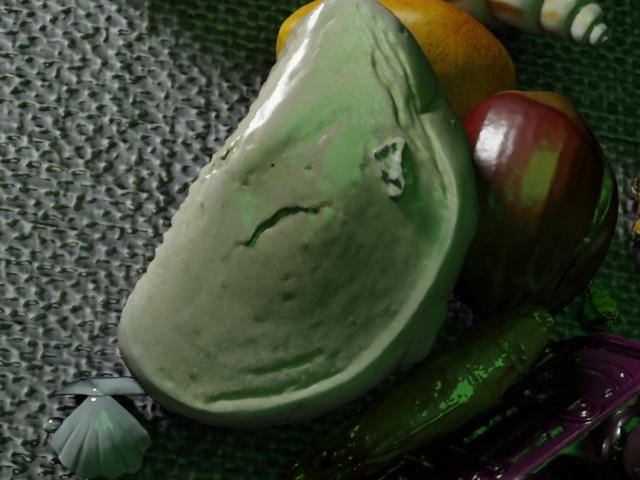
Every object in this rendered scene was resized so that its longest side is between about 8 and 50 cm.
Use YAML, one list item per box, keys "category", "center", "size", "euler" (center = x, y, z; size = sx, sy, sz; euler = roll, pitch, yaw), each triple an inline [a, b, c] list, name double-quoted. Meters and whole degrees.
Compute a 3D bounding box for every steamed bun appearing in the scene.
- category: "steamed bun"
  center: [0.005, -0.001, 1.428]
  size: [0.236, 0.247, 0.383]
  euler: [30, 87, -2]

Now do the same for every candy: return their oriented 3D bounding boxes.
- category: "candy"
  center: [0.267, 0.032, 1.669]
  size: [0.035, 0.035, 0.123]
  euler: [-3, 66, -23]

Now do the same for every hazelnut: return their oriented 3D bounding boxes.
- category: "hazelnut"
  center: [0.194, -0.026, 1.566]
  size: [0.212, 0.181, 0.181]
  euler: [32, 32, -50]

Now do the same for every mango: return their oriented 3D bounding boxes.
- category: "mango"
  center: [0.070, -0.166, 1.604]
  size: [0.252, 0.154, 0.126]
  euler: [14, 61, -27]

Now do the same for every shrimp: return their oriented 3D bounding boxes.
- category: "shrimp"
  center: [0.078, 0.142, 1.458]
  size: [0.294, 0.154, 0.062]
  euler: [-30, 96, -16]

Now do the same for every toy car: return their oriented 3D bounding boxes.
- category: "toy car"
  center: [0.198, 0.248, 1.471]
  size: [0.341, 0.271, 0.240]
  euler: [-31, 109, -19]

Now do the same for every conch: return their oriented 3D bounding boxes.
- category: "conch"
  center: [0.170, -0.278, 1.648]
  size: [0.183, 0.275, 0.148]
  euler: [-15, 120, -56]

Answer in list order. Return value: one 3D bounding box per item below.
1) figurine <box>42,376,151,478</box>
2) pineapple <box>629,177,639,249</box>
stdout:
- category: "figurine"
  center: [-0.192, 0.161, 1.448]
  size: [0.094, 0.082, 0.086]
  euler: [-1, 89, -3]
- category: "pineapple"
  center: [0.366, -0.013, 1.703]
  size: [0.116, 0.069, 0.137]
  euler: [5, 80, -23]
